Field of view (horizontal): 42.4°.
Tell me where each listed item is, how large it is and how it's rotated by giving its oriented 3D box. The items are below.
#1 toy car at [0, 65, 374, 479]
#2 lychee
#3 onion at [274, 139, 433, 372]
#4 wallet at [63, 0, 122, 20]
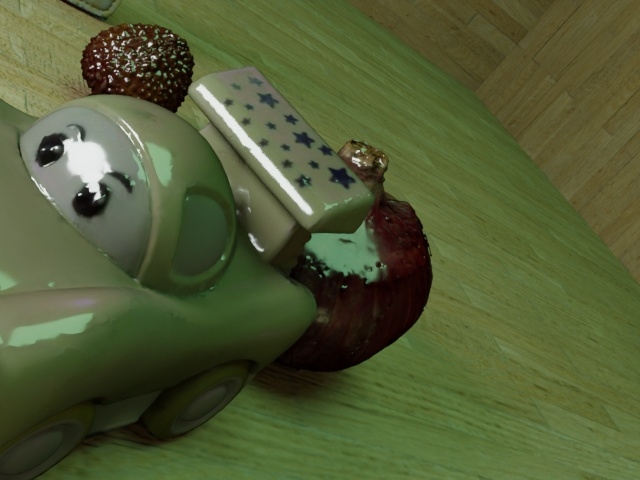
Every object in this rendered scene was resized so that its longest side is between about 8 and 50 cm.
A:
[{"bbox_3d":[-0.146,-0.007,0.532,0.242,0.226,0.336,50,21,21],"label":"toy car"},{"bbox_3d":[-0.207,-0.191,0.940,0.123,0.129,0.123,33,-17,11],"label":"lychee"},{"bbox_3d":[0.000,0.000,0.785,0.252,0.219,0.252,26,27,-14],"label":"onion"},{"bbox_3d":[-0.281,-0.455,1.065,0.223,0.309,0.077,27,29,-36],"label":"wallet"}]
